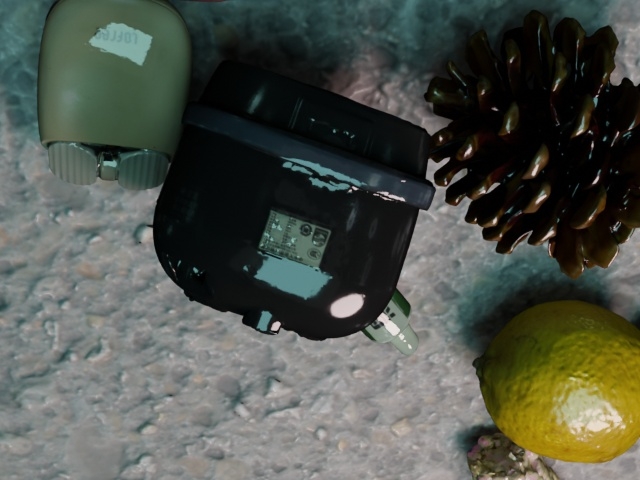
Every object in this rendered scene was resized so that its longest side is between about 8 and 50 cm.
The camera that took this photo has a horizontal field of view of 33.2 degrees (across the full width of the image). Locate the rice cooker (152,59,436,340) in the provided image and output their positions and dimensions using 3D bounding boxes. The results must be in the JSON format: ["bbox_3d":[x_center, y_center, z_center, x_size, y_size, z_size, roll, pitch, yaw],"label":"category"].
[{"bbox_3d":[-0.029,-0.035,1.007,0.267,0.267,0.224,20,93,-21],"label":"rice cooker"}]

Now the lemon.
[{"bbox_3d":[0.296,0.166,1.274,0.231,0.192,0.192,14,122,1],"label":"lemon"}]

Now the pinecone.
[{"bbox_3d":[0.220,-0.106,1.045,0.264,0.264,0.264,-4,125,-6],"label":"pinecone"}]

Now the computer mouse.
[{"bbox_3d":[-0.198,-0.136,1.030,0.145,0.082,0.236,6,138,-12],"label":"computer mouse"}]

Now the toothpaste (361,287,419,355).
[{"bbox_3d":[0.000,0.000,1.192,0.099,0.061,0.392,-40,119,1],"label":"toothpaste"}]

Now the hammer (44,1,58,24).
[{"bbox_3d":[-0.153,-0.274,1.004,0.103,0.029,0.246,29,114,-25],"label":"hammer"}]

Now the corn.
[{"bbox_3d":[0.303,0.387,1.479,0.127,0.126,0.335,-26,120,9],"label":"corn"}]
